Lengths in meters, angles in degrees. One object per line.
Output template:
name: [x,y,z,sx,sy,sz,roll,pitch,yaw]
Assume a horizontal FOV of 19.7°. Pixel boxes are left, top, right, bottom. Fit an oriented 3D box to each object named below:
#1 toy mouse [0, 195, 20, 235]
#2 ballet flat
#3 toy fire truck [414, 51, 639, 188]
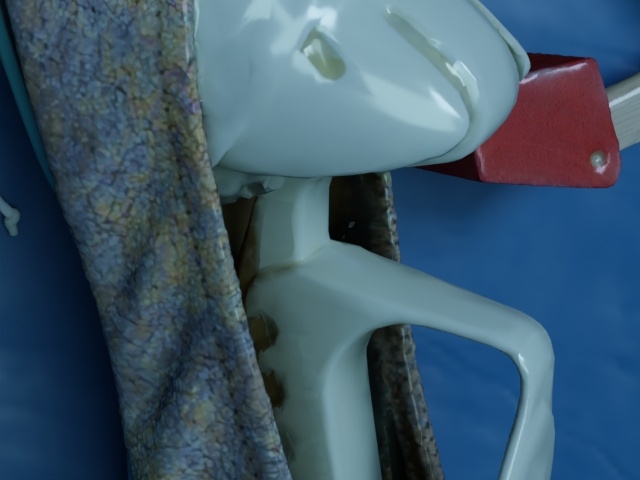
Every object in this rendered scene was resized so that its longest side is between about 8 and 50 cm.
toy mouse: [-0.106,-0.058,0.426,0.161,0.031,0.143,-33,107,-15]
ballet flat: [0.000,0.000,0.429,0.107,0.106,0.316,-36,120,-56]
toy fire truck: [0.110,-0.093,0.499,0.192,0.047,0.135,-11,101,-21]
